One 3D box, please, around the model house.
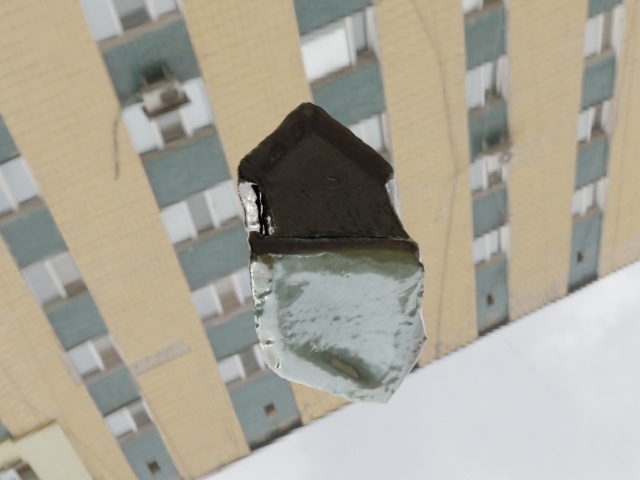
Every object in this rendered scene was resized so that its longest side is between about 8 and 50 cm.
[{"bbox_3d":[0.000,0.005,0.714,0.106,0.165,0.152,-9,-134,-8],"label":"model house"}]
